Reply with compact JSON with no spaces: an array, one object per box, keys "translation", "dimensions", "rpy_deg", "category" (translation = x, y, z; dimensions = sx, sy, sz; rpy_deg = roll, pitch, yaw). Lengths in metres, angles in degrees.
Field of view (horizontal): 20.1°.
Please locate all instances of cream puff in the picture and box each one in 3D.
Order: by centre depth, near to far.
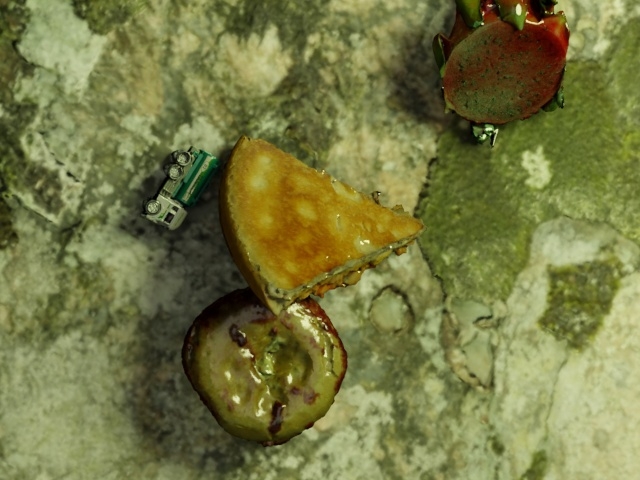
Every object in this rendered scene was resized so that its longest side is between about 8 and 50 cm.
[{"translation":[-0.050,0.109,1.623],"dimensions":[0.149,0.084,0.149],"rpy_deg":[0,92,-1],"category":"cream puff"}]

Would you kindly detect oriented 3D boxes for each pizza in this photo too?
[{"translation":[0.000,0.000,1.617],"dimensions":[0.193,0.053,0.201],"rpy_deg":[11,44,-15],"category":"pizza"}]

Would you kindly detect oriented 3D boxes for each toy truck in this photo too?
[{"translation":[-0.128,-0.048,1.653],"dimensions":[0.044,0.039,0.083],"rpy_deg":[32,87,-12],"category":"toy truck"}]

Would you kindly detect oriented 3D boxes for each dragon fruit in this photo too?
[{"translation":[0.171,-0.184,1.621],"dimensions":[0.138,0.142,0.175],"rpy_deg":[23,65,-36],"category":"dragon fruit"}]
